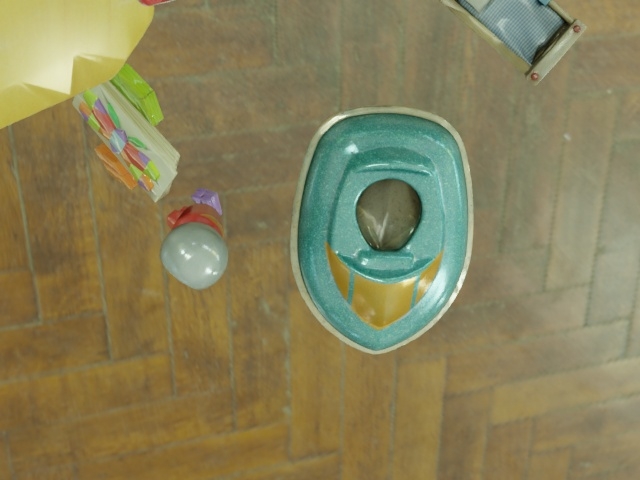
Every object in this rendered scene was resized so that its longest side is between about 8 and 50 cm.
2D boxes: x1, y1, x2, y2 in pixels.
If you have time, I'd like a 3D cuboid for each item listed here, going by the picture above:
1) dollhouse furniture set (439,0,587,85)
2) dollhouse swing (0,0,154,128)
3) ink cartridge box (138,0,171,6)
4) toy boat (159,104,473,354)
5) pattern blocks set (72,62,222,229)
[{"bbox_3d":[0.196,-0.249,0.946,0.129,0.129,0.184,40,105,-3],"label":"dollhouse furniture set"},{"bbox_3d":[-0.293,-0.259,0.661,0.347,0.315,0.305,-32,159,-30],"label":"dollhouse swing"},{"bbox_3d":[0.037,-0.280,0.608,0.309,0.130,0.272,-27,126,-43],"label":"ink cartridge box"},{"bbox_3d":[0.000,0.000,1.117,0.318,0.148,0.268,-2,108,-2],"label":"toy boat"},{"bbox_3d":[-0.242,-0.130,1.363,0.026,0.325,0.285,-41,167,-23],"label":"pattern blocks set"}]
